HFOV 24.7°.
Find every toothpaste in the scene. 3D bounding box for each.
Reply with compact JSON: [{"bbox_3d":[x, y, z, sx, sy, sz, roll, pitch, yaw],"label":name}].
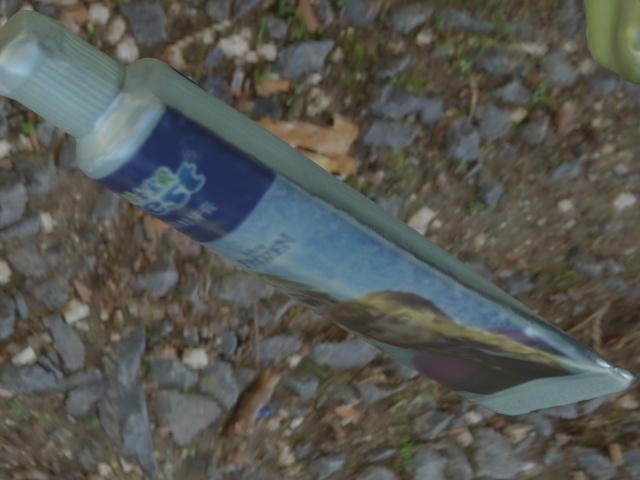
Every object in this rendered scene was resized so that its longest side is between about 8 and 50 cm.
[{"bbox_3d":[0.000,0.000,0.419,0.216,0.062,0.037,33,60,-28],"label":"toothpaste"}]

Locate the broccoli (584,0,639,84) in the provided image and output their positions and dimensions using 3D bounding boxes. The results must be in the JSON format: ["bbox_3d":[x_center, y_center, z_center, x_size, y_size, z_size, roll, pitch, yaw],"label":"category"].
[{"bbox_3d":[0.122,-0.184,0.571,0.263,0.247,0.243,-18,109,-18],"label":"broccoli"}]
